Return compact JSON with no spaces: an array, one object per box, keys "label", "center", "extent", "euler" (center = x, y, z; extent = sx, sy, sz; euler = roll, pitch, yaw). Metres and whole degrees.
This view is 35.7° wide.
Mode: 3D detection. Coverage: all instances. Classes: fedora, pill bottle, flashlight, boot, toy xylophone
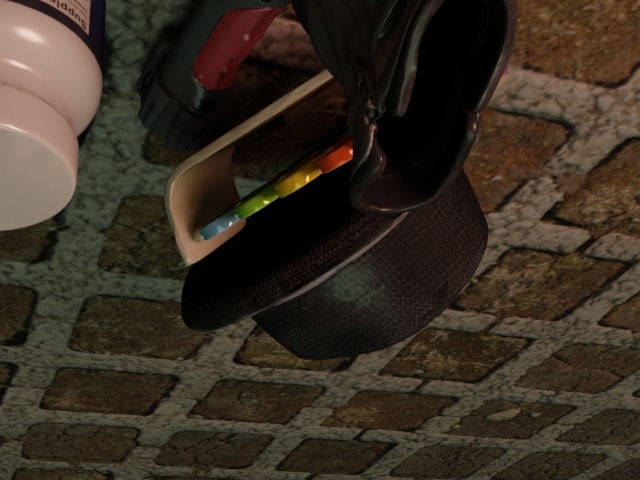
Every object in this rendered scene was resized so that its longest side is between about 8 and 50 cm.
[{"label":"fedora","center":[0.035,0.011,0.933],"extent":[0.334,0.334,0.152],"euler":[-27,112,33]},{"label":"pill bottle","center":[-0.225,-0.149,0.678],"extent":[0.153,0.264,0.153],"euler":[-3,150,-2]},{"label":"flashlight","center":[-0.055,-0.178,0.818],"extent":[0.103,0.103,0.304],"euler":[9,146,-27]},{"label":"boot","center":[0.061,-0.195,0.551],"extent":[0.118,0.222,0.338],"euler":[-5,134,-9]},{"label":"toy xylophone","center":[0.012,-0.100,0.852],"extent":[0.323,0.081,0.236],"euler":[-27,-172,38]}]
